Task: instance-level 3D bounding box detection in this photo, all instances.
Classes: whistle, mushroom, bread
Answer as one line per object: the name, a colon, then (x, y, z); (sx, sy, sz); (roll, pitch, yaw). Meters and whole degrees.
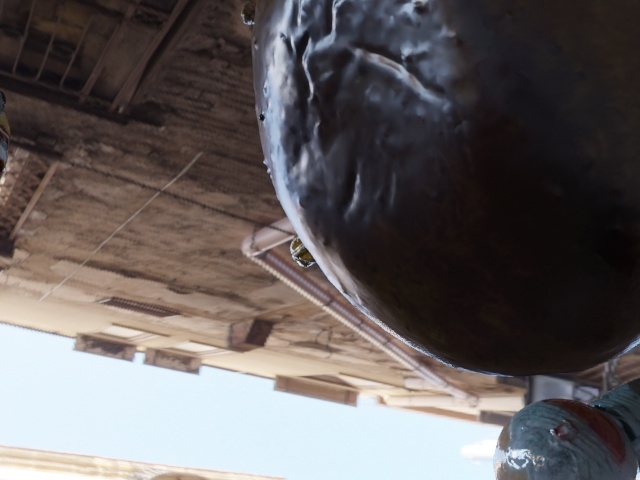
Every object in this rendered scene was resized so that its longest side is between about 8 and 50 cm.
whistle: (0.352, 0.251, 1.062); (0.348, 0.189, 0.189); (-25, -88, -24)
mushroom: (0.082, -0.080, 0.552); (0.239, 0.345, 0.344); (11, -104, -38)
bread: (0.000, 0.000, 1.084); (0.083, 0.110, 0.044); (-37, -94, -4)

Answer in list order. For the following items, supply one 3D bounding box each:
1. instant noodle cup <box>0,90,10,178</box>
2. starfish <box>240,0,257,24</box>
instant noodle cup: (-0.280, -0.076, 0.545); (0.208, 0.125, 0.177); (37, -104, 13)
starfish: (0.082, -0.259, 1.033); (0.327, 0.094, 0.375); (-41, -69, -12)
